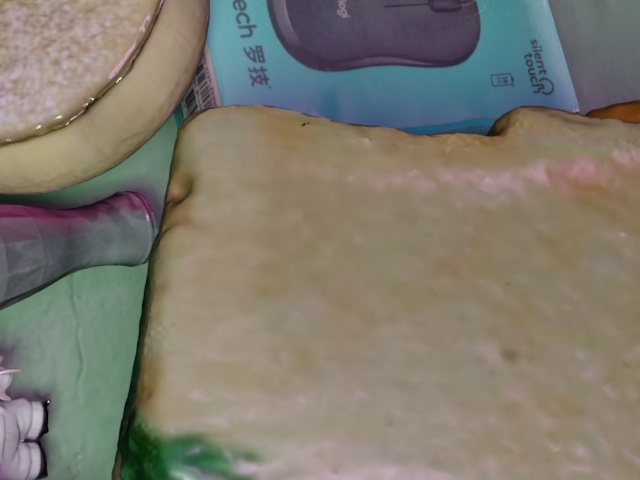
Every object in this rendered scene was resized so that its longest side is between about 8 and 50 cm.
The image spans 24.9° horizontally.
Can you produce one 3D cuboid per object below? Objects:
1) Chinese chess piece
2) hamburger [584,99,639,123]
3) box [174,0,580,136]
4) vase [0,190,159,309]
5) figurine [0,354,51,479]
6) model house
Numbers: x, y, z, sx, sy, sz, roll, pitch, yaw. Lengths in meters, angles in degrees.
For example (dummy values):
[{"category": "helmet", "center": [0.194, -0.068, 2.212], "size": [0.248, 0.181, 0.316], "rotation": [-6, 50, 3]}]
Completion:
[{"category": "Chinese chess piece", "center": [-0.212, -0.166, 1.012], "size": [0.270, 0.112, 0.270], "rotation": [-3, 71, 8]}, {"category": "hamburger", "center": [0.272, -0.050, 1.191], "size": [0.162, 0.162, 0.115], "rotation": [9, 71, -18]}, {"category": "box", "center": [0.033, -0.158, 1.156], "size": [0.311, 0.118, 0.205], "rotation": [-6, 76, -23]}, {"category": "vase", "center": [-0.207, 0.007, 0.998], "size": [0.214, 0.086, 0.086], "rotation": [-13, 77, -46]}, {"category": "figurine", "center": [-0.287, 0.125, 0.945], "size": [0.229, 0.112, 0.137], "rotation": [8, 77, -33]}, {"category": "model house", "center": [0.061, 0.114, 0.959], "size": [0.382, 0.342, 0.334], "rotation": [10, 64, -5]}]
